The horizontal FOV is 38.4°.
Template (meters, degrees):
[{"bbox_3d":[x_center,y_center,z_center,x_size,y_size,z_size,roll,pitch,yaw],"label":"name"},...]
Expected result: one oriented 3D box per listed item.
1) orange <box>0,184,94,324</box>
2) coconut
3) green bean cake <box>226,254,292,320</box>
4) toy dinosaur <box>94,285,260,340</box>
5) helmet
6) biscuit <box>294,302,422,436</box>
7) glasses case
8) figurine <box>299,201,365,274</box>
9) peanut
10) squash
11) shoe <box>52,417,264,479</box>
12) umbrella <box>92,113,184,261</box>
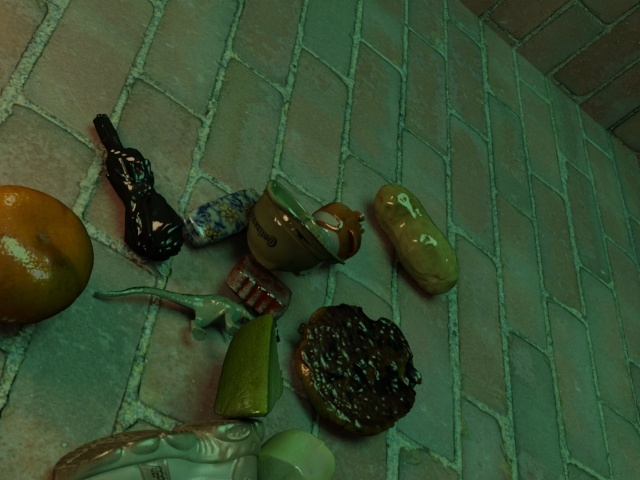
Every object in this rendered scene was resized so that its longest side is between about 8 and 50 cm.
[{"bbox_3d":[-0.480,0.026,1.466,0.240,0.171,0.240,34,35,-28],"label":"orange"},{"bbox_3d":[-0.059,0.420,1.617,0.147,0.147,0.152,51,37,-1],"label":"coconut"},{"bbox_3d":[-0.124,0.099,1.871,0.135,0.056,0.135,40,10,-6],"label":"green bean cake"},{"bbox_3d":[-0.226,0.141,1.723,0.383,0.076,0.129,19,17,-47],"label":"toy dinosaur"},{"bbox_3d":[-0.076,0.000,1.901,0.204,0.137,0.257,44,7,-35],"label":"helmet"},{"bbox_3d":[0.073,0.272,1.956,0.334,0.081,0.289,-11,69,-48],"label":"biscuit"},{"bbox_3d":[-0.198,-0.050,1.945,0.087,0.065,0.248,56,34,6],"label":"glasses case"},{"bbox_3d":[-0.005,-0.003,2.088,0.271,0.143,0.143,-17,71,-27],"label":"figurine"},{"bbox_3d":[0.244,-0.007,2.347,0.147,0.147,0.319,-22,79,-54],"label":"peanut"},{"bbox_3d":[-0.127,0.277,1.613,0.111,0.203,0.289,-4,32,1],"label":"squash"},{"bbox_3d":[-0.232,0.389,1.428,0.351,0.172,0.198,-3,80,-34],"label":"shoe"},{"bbox_3d":[-0.366,-0.109,1.794,0.118,0.118,0.340,-5,57,-50],"label":"umbrella"}]
